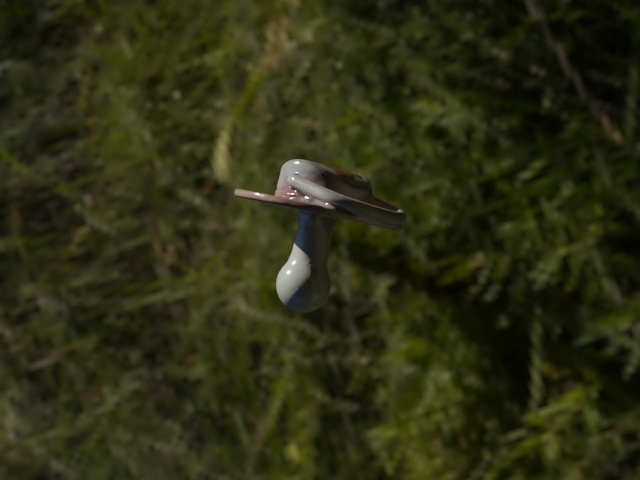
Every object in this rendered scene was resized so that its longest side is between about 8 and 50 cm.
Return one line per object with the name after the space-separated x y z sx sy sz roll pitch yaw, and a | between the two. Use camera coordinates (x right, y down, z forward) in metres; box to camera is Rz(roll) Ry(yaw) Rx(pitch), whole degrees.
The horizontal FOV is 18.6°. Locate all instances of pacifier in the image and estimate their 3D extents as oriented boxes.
0.000 0.000 1.006 0.099 0.081 0.078 13 -89 -51 | pacifier
